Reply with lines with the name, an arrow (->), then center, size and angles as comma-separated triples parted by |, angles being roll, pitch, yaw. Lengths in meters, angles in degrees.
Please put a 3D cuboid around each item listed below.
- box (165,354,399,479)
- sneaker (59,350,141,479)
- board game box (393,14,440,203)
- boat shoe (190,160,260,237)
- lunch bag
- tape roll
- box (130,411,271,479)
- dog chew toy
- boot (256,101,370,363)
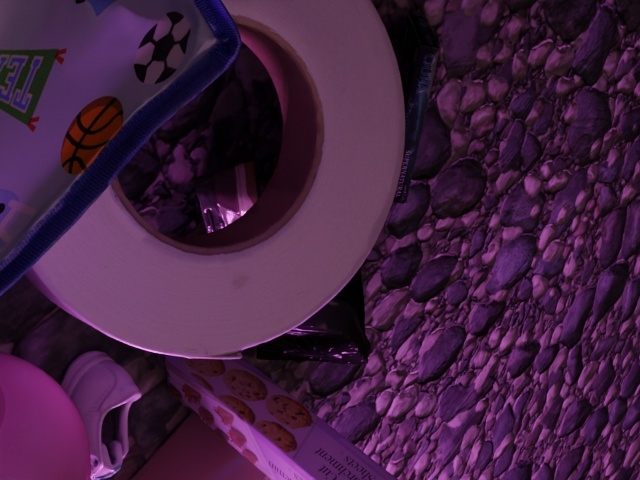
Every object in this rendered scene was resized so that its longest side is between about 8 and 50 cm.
box -> -0.040, 0.208, 1.251 | 0.067, 0.324, 0.063 | -30, 139, -33
sneaker -> -0.241, 0.225, 1.211 | 0.080, 0.094, 0.212 | -1, 116, -53
board game box -> 0.098, -0.151, 1.354 | 0.026, 0.126, 0.186 | 8, 116, -6
boat shoe -> -0.100, -0.002, 1.247 | 0.074, 0.080, 0.223 | 0, 144, -5
lunch bag -> -0.306, -0.096, 0.689 | 0.385, 0.328, 0.239 | -49, 140, -12
tape roll -> -0.102, -0.091, 1.039 | 0.392, 0.072, 0.391 | -6, 102, -30
box -> -0.150, 0.331, 1.360 | 0.311, 0.148, 0.121 | -49, 143, -18
dog chew toy -> -0.296, 0.245, 1.079 | 0.207, 0.207, 0.331 | -41, 150, -25
boot -> 0.004, 0.000, 1.329 | 0.348, 0.131, 0.260 | 98, -2, -75
